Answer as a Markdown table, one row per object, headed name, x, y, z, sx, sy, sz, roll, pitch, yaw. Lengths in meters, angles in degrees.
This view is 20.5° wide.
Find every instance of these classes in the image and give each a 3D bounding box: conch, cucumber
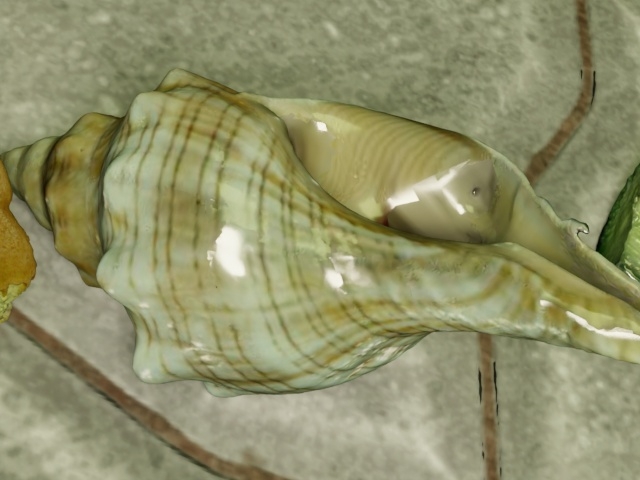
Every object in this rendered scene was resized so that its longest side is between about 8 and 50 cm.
| name | x | y | z | sx | sy | sz | roll | pitch | yaw |
| --- | --- | --- | --- | --- | --- | --- | --- | --- | --- |
| conch | -0.003 | 0.008 | 0.946 | 0.386 | 0.169 | 0.203 | 22 | 52 | 9 |
| cucumber | 0.230 | 0.015 | 1.128 | 0.115 | 0.062 | 0.116 | 34 | 55 | 3 |

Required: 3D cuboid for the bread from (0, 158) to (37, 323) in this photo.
| name | x | y | z | sx | sy | sz | roll | pitch | yaw |
| --- | --- | --- | --- | --- | --- | --- | --- | --- | --- |
| bread | -0.222 | -0.008 | 0.914 | 0.128 | 0.069 | 0.140 | -15 | 65 | -35 |
